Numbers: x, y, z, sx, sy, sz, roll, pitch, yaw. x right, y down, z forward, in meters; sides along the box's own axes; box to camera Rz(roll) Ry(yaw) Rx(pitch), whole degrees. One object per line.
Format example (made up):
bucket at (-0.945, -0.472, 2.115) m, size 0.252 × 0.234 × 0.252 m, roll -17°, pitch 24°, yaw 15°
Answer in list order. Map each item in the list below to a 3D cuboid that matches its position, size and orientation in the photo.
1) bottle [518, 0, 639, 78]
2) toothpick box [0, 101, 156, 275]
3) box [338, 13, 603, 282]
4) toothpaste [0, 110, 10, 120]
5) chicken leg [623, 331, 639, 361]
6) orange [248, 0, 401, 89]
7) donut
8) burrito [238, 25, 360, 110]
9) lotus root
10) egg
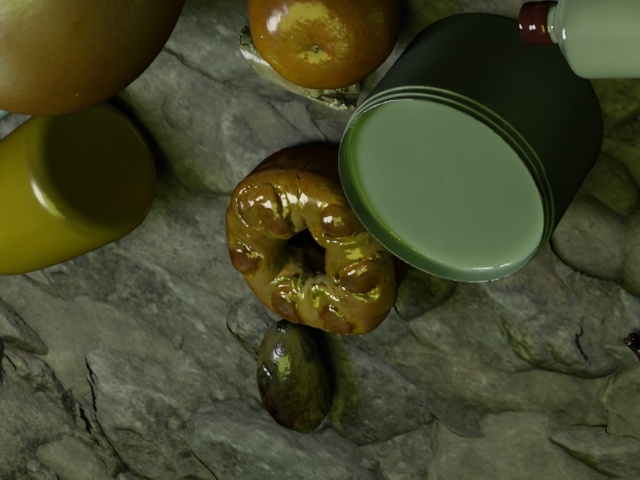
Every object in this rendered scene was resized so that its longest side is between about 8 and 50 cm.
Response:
bottle at (0.292, -0.194, 1.418) m, size 0.245 × 0.104 × 0.104 m, roll 3°, pitch 129°, yaw 33°
toothpick box at (-0.336, -0.053, 1.930) m, size 0.271 × 0.175 × 0.175 m, roll -23°, pitch 112°, yaw 48°
box at (0.146, -0.089, 1.581) m, size 0.226 × 0.149 × 0.226 m, roll 20°, pitch 137°, yaw 20°
toothpaste at (-0.369, -0.189, 1.926) m, size 0.297 × 0.048 × 0.075 m, roll -29°, pitch 105°, yaw 42°
chicken leg at (0.370, 0.161, 1.746) m, size 0.062 × 0.037 × 0.145 m, roll 15°, pitch 138°, yaw 42°
orange at (0.004, -0.226, 1.577) m, size 0.154 × 0.134 × 0.155 m, roll 2°, pitch 134°, yaw 3°
donut at (-0.002, -0.001, 1.789) m, size 0.226 × 0.114 × 0.226 m, roll 19°, pitch 136°, yaw 19°
burrito at (-0.024, -0.179, 1.697) m, size 0.149 × 0.041 × 0.055 m, roll 24°, pitch 124°, yaw 20°
lotus root at (-0.035, 0.173, 1.995) m, size 0.089 × 0.080 × 0.179 m, roll 10°, pitch 133°, yaw 25°
egg at (-0.268, -0.282, 1.588) m, size 0.282 × 0.282 × 0.351 m, roll 32°, pitch 137°, yaw 5°
